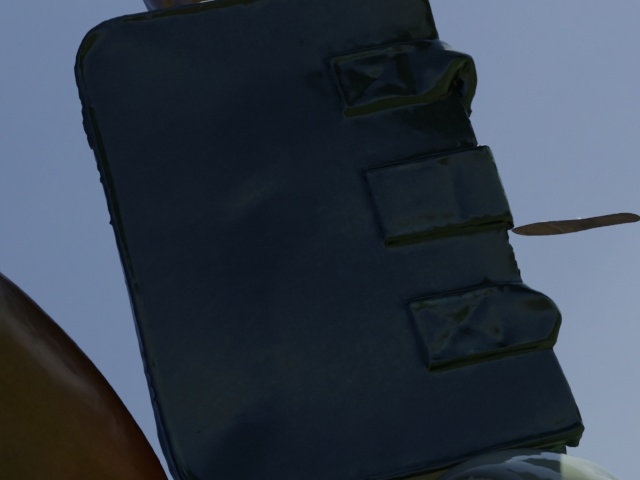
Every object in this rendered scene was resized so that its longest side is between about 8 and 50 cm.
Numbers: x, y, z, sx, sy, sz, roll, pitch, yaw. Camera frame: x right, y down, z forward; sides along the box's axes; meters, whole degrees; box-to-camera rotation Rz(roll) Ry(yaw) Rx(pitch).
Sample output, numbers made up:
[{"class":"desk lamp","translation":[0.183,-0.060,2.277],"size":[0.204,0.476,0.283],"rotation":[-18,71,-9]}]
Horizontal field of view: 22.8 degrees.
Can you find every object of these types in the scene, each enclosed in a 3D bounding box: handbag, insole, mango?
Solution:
[{"class":"handbag","translation":[-0.001,0.001,0.928],"size":[0.239,0.326,0.089],"rotation":[-12,-25,-8]},{"class":"insole","translation":[0.249,-0.016,1.555],"size":[0.135,0.002,0.045],"rotation":[-9,-20,36]},{"class":"mango","translation":[-0.176,0.074,0.698],"size":[0.146,0.129,0.289],"rotation":[-46,-55,-20]}]

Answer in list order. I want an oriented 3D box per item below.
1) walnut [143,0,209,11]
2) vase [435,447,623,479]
[{"class":"walnut","translation":[-0.046,-0.258,1.469],"size":[0.248,0.248,0.248],"rotation":[-27,-25,-14]},{"class":"vase","translation":[0.140,0.183,0.806],"size":[0.128,0.128,0.248],"rotation":[-42,-38,18]}]
